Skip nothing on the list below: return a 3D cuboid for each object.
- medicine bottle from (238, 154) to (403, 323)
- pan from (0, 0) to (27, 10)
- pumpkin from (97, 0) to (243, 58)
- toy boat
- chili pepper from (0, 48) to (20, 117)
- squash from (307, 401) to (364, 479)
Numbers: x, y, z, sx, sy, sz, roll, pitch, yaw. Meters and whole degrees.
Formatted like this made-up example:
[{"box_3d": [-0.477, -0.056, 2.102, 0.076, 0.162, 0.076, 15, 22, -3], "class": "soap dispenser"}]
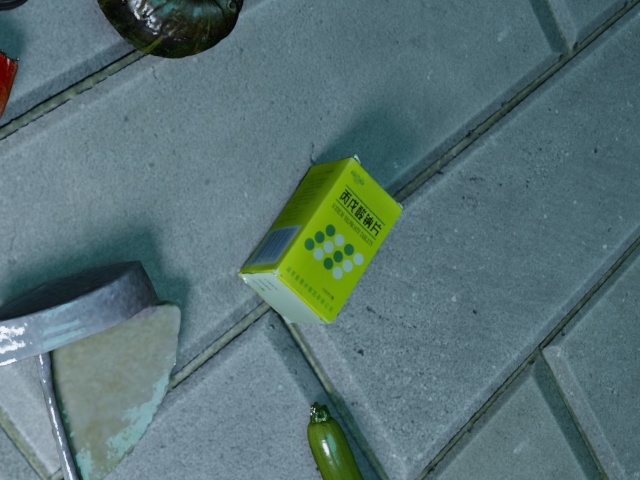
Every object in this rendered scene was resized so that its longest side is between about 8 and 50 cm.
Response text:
[{"box_3d": [0.000, 0.000, 1.420, 0.137, 0.141, 0.250, 43, 66, -21], "class": "medicine bottle"}, {"box_3d": [-0.486, -0.356, 1.185, 0.235, 0.028, 0.136, -40, 108, -28], "class": "pan"}, {"box_3d": [-0.218, -0.387, 1.284, 0.238, 0.159, 0.238, 4, 83, -37], "class": "pumpkin"}, {"box_3d": [-0.316, 0.166, 1.238, 0.276, 0.111, 0.293, -40, 121, -28], "class": "toy boat"}, {"box_3d": [-0.457, -0.198, 1.174, 0.070, 0.073, 0.123, 10, 77, 10], "class": "chili pepper"}, {"box_3d": [0.035, 0.391, 1.466, 0.069, 0.069, 0.258, -31, 104, -30], "class": "squash"}]
